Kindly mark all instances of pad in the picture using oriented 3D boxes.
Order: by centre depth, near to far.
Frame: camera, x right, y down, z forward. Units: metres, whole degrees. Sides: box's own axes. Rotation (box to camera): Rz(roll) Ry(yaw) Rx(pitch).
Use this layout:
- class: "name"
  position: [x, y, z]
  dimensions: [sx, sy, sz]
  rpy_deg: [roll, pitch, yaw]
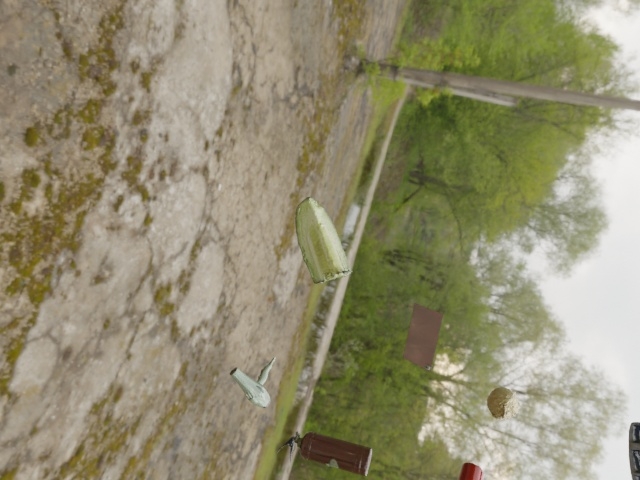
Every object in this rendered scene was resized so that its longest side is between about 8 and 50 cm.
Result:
- class: "pad"
  position: [0.317, 0.301, 1.619]
  dimensions: [0.006, 0.113, 0.187]
  rpy_deg: [4, 100, -42]

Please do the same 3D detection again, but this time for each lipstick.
- class: "lipstick"
  position: [0.383, 0.745, 1.409]
  dimensions: [0.279, 0.073, 0.073]
  rpy_deg: [-53, 156, -42]

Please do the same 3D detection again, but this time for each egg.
- class: "egg"
  position: [0.674, 0.601, 1.911]
  dimensions: [0.140, 0.116, 0.118]
  rpy_deg: [45, 51, -69]

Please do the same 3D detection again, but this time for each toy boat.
- class: "toy boat"
  position: [0.994, 0.687, 1.536]
  dimensions: [0.127, 0.078, 0.282]
  rpy_deg: [-21, -119, 52]

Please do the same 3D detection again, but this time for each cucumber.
- class: "cucumber"
  position: [-0.001, 0.001, 1.953]
  dimensions: [0.105, 0.145, 0.325]
  rpy_deg: [-1, 66, -60]

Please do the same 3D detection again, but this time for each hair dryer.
- class: "hair dryer"
  position: [-0.309, 0.605, 2.367]
  dimensions: [0.229, 0.092, 0.267]
  rpy_deg: [39, 37, -31]

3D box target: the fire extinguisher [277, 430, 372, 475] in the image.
- class: "fire extinguisher"
  position: [0.010, 0.793, 1.922]
  dimensions: [0.102, 0.345, 0.137]
  rpy_deg: [43, 58, -75]
